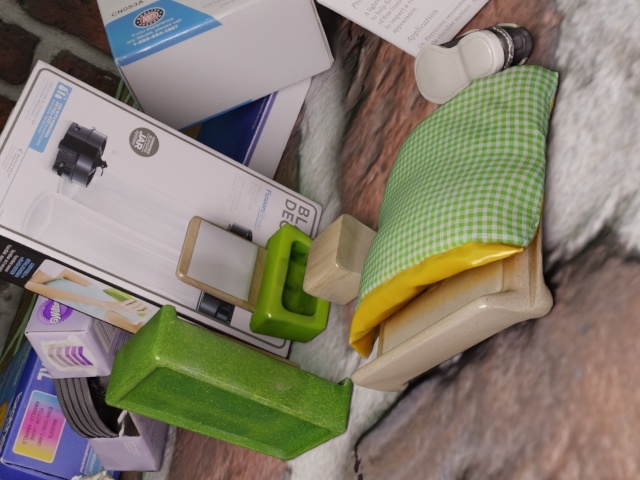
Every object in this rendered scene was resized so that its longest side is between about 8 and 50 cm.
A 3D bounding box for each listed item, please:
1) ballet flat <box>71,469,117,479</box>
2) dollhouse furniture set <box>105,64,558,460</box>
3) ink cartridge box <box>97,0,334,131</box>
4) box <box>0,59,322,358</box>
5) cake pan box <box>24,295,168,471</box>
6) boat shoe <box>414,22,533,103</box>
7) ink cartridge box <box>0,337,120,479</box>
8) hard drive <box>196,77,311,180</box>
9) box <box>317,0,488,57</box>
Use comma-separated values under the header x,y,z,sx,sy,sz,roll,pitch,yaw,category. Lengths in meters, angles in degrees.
x,y,z,sx,sy,sz,roll,pitch,yaw,category
-0.201,0.297,0.774,0.146,0.147,0.409,-66,21,-5,ballet flat
0.000,0.000,0.586,0.301,0.151,0.197,-40,32,47,dollhouse furniture set
-0.146,-0.296,1.041,0.223,0.129,0.307,-24,50,0,ink cartridge box
-0.152,-0.011,0.770,0.087,0.290,0.169,-34,34,51,box
-0.204,0.077,0.920,0.245,0.070,0.266,77,-167,-46,cake pan box
0.108,-0.131,0.638,0.046,0.038,0.125,71,161,-2,boat shoe
-0.358,0.244,1.174,0.395,0.151,0.269,-43,30,41,ink cartridge box
-0.124,-0.103,1.154,0.319,0.040,0.210,-9,58,65,hard drive
0.097,-0.281,0.720,0.181,0.119,0.181,-44,29,42,box
